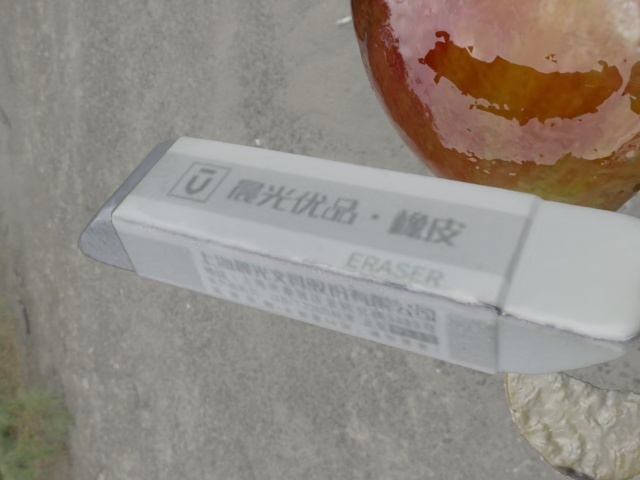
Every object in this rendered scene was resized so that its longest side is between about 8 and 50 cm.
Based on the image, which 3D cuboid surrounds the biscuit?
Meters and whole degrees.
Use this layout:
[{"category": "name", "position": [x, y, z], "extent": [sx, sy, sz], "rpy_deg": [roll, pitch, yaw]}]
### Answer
[{"category": "biscuit", "position": [0.341, 0.239, 0.878], "extent": [0.032, 0.250, 0.133], "rpy_deg": [139, 147, -79]}]

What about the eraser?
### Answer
[{"category": "eraser", "position": [0.000, 0.000, 0.401], "extent": [0.352, 0.089, 0.061], "rpy_deg": [12, 142, 24]}]

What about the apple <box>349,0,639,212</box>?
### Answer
[{"category": "apple", "position": [0.151, -0.154, 0.464], "extent": [0.254, 0.179, 0.345], "rpy_deg": [38, 130, 36]}]
